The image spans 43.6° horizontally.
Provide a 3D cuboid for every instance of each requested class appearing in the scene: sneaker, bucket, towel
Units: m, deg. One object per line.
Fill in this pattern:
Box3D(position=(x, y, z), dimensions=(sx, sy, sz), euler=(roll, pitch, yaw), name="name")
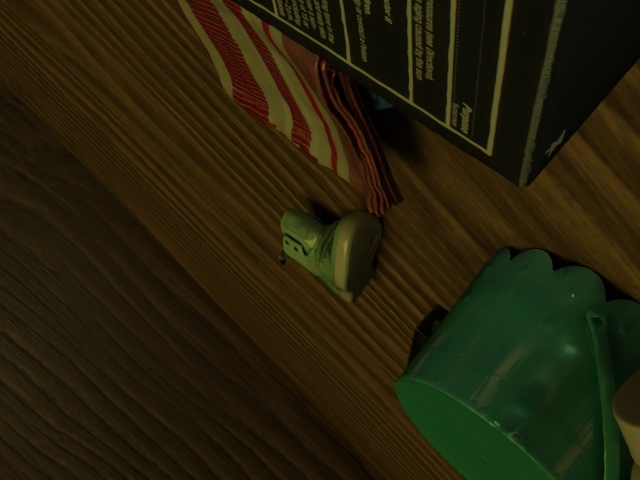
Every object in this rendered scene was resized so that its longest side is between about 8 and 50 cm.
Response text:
Box3D(position=(0.000, 0.001, 1.115), dimensions=(0.151, 0.094, 0.256), euler=(34, 163, 12), name="sneaker")
Box3D(position=(0.228, 0.166, 0.850), dimensions=(0.281, 0.183, 0.281), euler=(39, 162, 16), name="bucket")
Box3D(position=(-0.056, -0.176, 0.846), dimensions=(0.329, 0.037, 0.237), euler=(41, 169, 37), name="towel")

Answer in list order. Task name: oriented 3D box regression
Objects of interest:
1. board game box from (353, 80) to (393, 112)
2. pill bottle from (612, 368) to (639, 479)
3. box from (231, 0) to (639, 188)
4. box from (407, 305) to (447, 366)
Box3D(position=(0.041, -0.191, 0.682), dimensions=(0.160, 0.047, 0.210), euler=(50, 161, -18), name="board game box")
Box3D(position=(0.366, 0.242, 0.678), dimensions=(0.283, 0.161, 0.161), euler=(63, 159, -8), name="pill bottle")
Box3D(position=(0.042, -0.228, 0.372), dimensions=(0.294, 0.183, 0.296), euler=(38, 163, 22), name="box")
Box3D(position=(0.229, 0.206, 1.154), dimensions=(0.220, 0.051, 0.175), euler=(38, 161, 18), name="box")
